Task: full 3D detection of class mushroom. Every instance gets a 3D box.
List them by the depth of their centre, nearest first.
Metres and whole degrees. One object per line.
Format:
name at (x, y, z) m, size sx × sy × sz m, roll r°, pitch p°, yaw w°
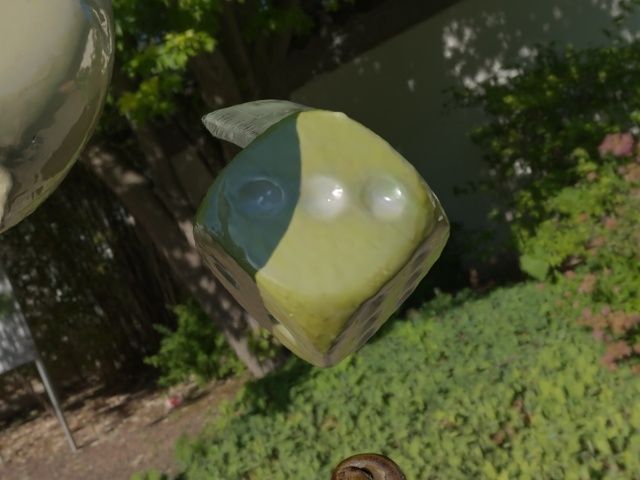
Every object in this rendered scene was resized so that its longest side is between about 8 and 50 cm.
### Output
mushroom at (0.073, 0.380, 1.305) m, size 0.109 × 0.085 × 0.126 m, roll -2°, pitch 32°, yaw -27°

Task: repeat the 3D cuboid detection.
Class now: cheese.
cheese at (-0.272, -0.123, 0.553) m, size 0.266 × 0.233 × 0.127 m, roll 9°, pitch -31°, yaw -16°

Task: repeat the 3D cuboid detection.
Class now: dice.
dice at (0.000, 0.000, 0.766) m, size 0.166 × 0.169 × 0.169 m, roll -45°, pitch -14°, yaw -14°

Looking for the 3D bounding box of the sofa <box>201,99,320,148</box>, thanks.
sofa at (-0.061, -0.106, 1.406) m, size 0.176 × 0.225 × 0.210 m, roll -20°, pitch 32°, yaw -32°
